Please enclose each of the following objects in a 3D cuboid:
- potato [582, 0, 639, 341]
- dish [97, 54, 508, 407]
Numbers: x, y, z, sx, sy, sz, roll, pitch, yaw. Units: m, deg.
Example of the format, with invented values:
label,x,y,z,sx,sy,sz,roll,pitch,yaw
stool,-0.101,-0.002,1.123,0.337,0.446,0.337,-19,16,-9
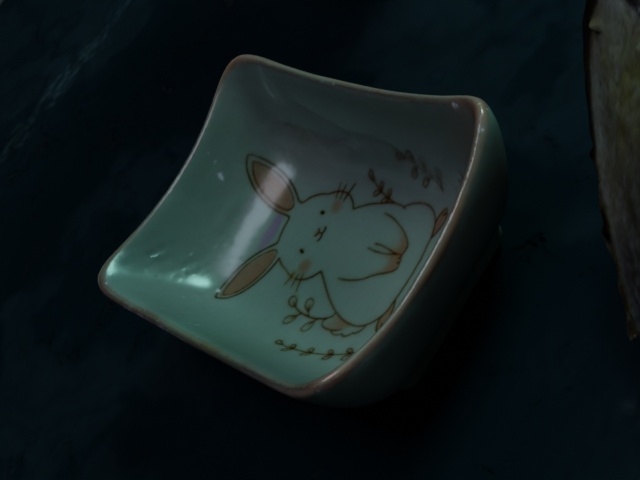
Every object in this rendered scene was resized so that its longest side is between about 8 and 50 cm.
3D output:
label,x,y,z,sx,sy,sz,roll,pitch,yaw
potato,0.172,0.002,0.485,0.100,0.120,0.261,-5,41,-6
dish,0.000,0.000,0.664,0.212,0.077,0.151,19,76,52
